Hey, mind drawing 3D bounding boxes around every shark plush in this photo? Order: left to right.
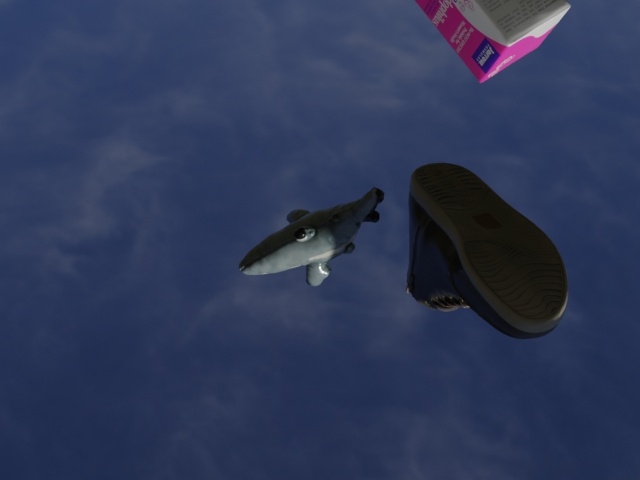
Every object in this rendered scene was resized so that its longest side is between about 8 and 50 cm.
[{"bbox_3d":[0.000,0.000,1.045,0.067,0.073,0.161,-5,174,-43],"label":"shark plush"}]

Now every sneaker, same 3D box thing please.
[{"bbox_3d":[0.138,0.036,1.018,0.083,0.118,0.222,-8,-144,-16],"label":"sneaker"}]

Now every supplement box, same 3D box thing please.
[{"bbox_3d":[0.195,-0.331,1.527,0.114,0.111,0.220,-35,-99,-22],"label":"supplement box"}]
